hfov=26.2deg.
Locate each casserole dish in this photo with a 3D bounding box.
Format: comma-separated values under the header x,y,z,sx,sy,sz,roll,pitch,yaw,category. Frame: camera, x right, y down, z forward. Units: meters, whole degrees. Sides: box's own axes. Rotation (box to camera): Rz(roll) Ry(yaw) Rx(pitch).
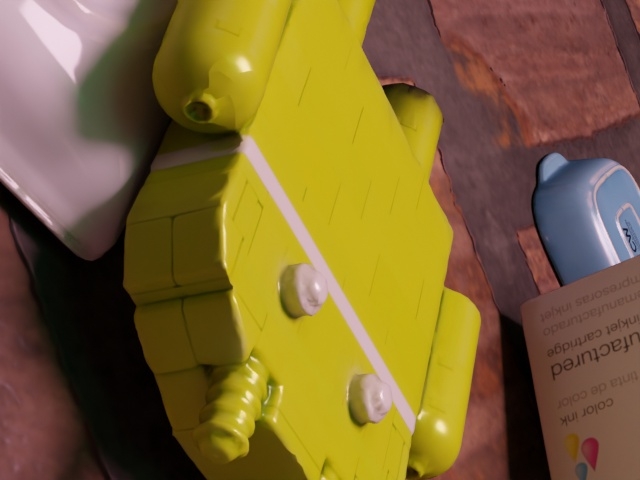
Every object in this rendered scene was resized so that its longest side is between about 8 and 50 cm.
x,y,z,sx,sy,sz,roll,pitch,yaw,category
0.196,0.026,0.877,0.114,0.037,0.188,-34,99,-57,casserole dish

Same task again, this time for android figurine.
x,y,z,sx,sy,sz,roll,pitch,yaw,category
0.000,0.000,0.567,0.248,0.056,0.273,61,29,-34,android figurine

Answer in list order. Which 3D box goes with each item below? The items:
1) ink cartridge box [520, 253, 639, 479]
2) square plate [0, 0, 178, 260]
x,y,z,sx,sy,sz,roll,pitch,yaw,category
0.240,0.141,0.667,0.131,0.226,0.306,40,35,-43,ink cartridge box
-0.131,-0.223,0.547,0.344,0.049,0.347,49,37,-26,square plate
